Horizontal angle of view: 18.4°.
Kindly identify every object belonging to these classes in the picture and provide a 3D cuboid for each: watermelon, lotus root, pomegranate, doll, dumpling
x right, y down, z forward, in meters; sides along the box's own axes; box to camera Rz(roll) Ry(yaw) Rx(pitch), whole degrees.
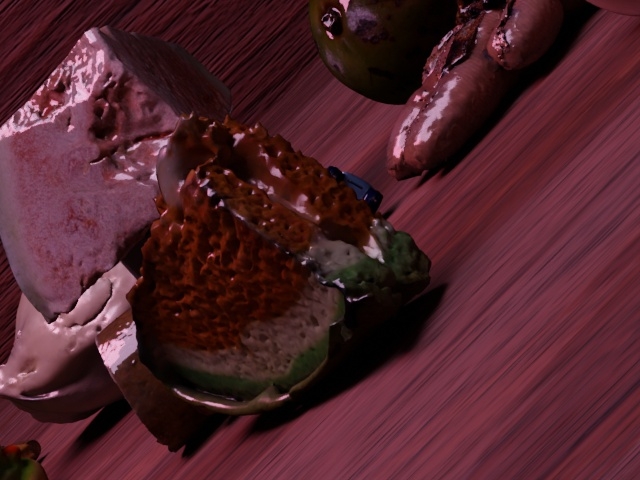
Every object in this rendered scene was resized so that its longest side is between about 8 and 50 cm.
[{"bbox_3d":[-0.185,-0.076,1.915,0.310,0.193,0.231,-36,-16,-20],"label":"watermelon"},{"bbox_3d":[-0.128,0.108,1.641,0.081,0.122,0.112,-37,-15,12],"label":"lotus root"},{"bbox_3d":[0.101,-0.241,2.076,0.248,0.202,0.202,-14,-14,-40],"label":"pomegranate"},{"bbox_3d":[0.133,-0.199,1.758,0.303,0.156,0.201,-53,16,-20],"label":"doll"},{"bbox_3d":[-0.217,0.095,2.152,0.318,0.187,0.243,-43,-29,0],"label":"dumpling"}]

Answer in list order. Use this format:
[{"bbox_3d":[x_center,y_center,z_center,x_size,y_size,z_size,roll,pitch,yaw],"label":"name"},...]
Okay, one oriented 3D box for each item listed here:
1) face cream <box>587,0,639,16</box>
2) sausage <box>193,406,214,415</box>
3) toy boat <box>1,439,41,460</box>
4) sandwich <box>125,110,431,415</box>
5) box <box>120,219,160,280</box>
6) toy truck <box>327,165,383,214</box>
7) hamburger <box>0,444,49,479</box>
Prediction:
[{"bbox_3d":[0.240,-0.258,1.496,0.104,0.149,0.149,-48,8,-27],"label":"face cream"},{"bbox_3d":[-0.033,0.076,1.565,0.177,0.040,0.047,-42,-19,14],"label":"sausage"},{"bbox_3d":[-0.379,0.272,2.351,0.049,0.047,0.149,-34,2,-40],"label":"toy boat"},{"bbox_3d":[-0.045,0.020,1.424,0.109,0.212,0.292,-33,-14,-34],"label":"sandwich"},{"bbox_3d":[-0.099,0.003,1.955,0.163,0.135,0.243,-48,9,-18],"label":"box"},{"bbox_3d":[0.000,0.000,1.753,0.136,0.063,0.074,-53,-9,-35],"label":"toy truck"},{"bbox_3d":[-0.396,0.282,2.017,0.237,0.149,0.237,-45,9,9],"label":"hamburger"}]
